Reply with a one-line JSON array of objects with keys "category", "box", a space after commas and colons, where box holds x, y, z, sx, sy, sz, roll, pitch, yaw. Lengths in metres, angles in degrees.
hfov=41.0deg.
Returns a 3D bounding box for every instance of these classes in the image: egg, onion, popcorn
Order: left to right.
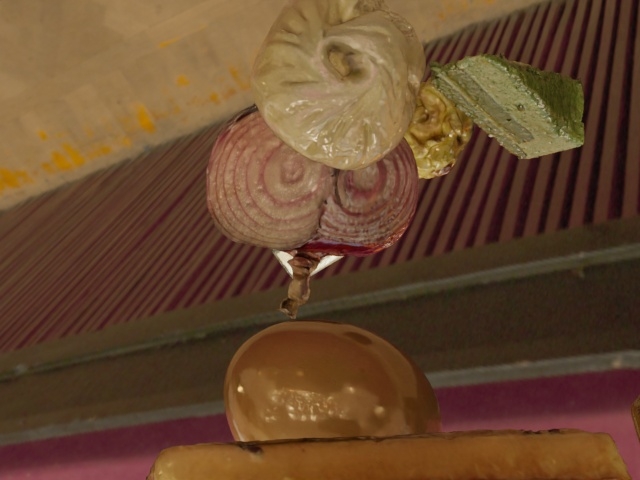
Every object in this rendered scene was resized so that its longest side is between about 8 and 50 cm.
[{"category": "onion", "box": [-0.004, -0.074, 1.170, 0.256, 0.230, 0.272, 36, 105, 30]}, {"category": "egg", "box": [0.018, 0.283, 1.405, 0.374, 0.301, 0.301, 26, 128, 0]}, {"category": "popcorn", "box": [0.209, -0.227, 1.672, 0.169, 0.189, 0.218, 26, 105, 18]}]

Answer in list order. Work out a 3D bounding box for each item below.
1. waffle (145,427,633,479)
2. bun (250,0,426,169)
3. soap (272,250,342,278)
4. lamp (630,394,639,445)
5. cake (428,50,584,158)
[{"category": "waffle", "box": [0.039, 0.250, 0.694, 0.376, 0.114, 0.261, 2, 145, -18]}, {"category": "bun", "box": [0.025, -0.174, 0.886, 0.178, 0.128, 0.193, 30, 95, -6]}, {"category": "soap", "box": [0.000, 0.000, 1.880, 0.198, 0.063, 0.114, -32, 127, 6]}, {"category": "lamp", "box": [0.568, 0.310, 1.307, 0.161, 0.185, 0.161, -4, 142, -3]}, {"category": "cake", "box": [0.236, -0.167, 1.070, 0.100, 0.235, 0.099, -10, 81, 42]}]
